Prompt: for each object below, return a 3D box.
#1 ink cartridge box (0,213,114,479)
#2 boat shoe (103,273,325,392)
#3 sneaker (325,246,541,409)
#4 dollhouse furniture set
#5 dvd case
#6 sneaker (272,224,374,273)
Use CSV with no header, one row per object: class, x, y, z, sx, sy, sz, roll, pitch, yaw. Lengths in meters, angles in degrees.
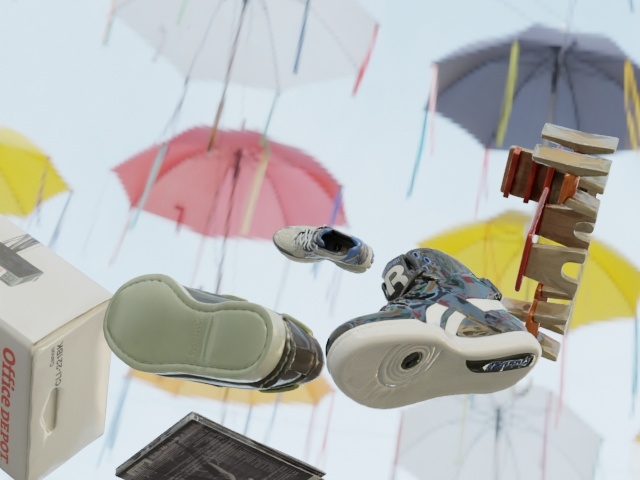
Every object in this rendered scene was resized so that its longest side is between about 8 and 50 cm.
ink cartridge box,-0.337,0.083,1.378,0.273,0.114,0.197,33,-47,25
boat shoe,-0.091,0.080,1.123,0.068,0.081,0.228,24,-9,-41
sneaker,0.062,0.060,1.061,0.217,0.121,0.079,7,-53,-45
dollhouse furniture set,0.276,-0.025,1.755,0.135,0.259,0.262,16,-62,11
dvd case,-0.128,0.302,1.806,0.221,0.018,0.164,30,-52,-29
sneaker,0.000,0.000,1.752,0.135,0.052,0.058,10,-21,21
